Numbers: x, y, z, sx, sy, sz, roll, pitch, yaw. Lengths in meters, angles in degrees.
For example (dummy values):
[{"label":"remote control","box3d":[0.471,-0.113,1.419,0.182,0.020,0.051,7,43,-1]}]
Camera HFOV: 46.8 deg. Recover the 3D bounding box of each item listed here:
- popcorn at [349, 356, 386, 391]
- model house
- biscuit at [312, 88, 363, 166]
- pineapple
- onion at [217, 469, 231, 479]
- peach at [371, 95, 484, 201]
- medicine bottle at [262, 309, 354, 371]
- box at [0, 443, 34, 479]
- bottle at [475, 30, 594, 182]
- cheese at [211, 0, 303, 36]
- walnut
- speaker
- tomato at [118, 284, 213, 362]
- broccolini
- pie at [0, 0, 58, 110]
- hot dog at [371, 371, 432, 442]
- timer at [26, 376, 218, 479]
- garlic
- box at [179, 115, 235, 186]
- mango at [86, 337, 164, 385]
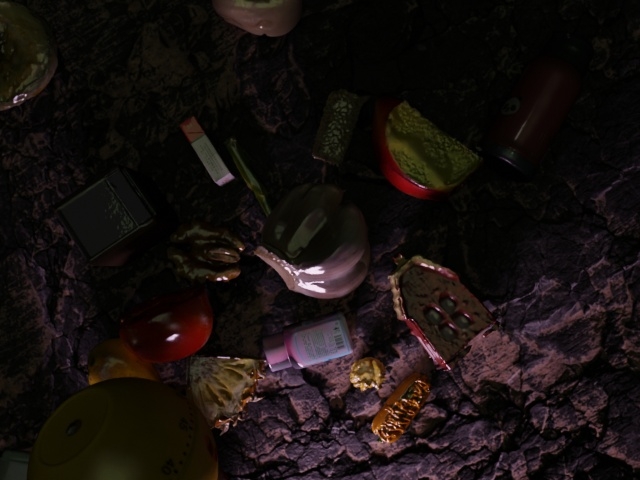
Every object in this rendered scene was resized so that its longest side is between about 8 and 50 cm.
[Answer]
[{"label":"popcorn","box3d":[0.108,0.300,1.657,0.082,0.057,0.083,-41,84,-7]},{"label":"model house","box3d":[0.239,0.130,1.594,0.160,0.196,0.254,-37,86,-1]},{"label":"biscuit","box3d":[0.036,-0.256,1.673,0.082,0.070,0.168,20,86,-7]},{"label":"pineapple","box3d":[-0.229,0.322,1.647,0.186,0.114,0.236,45,79,3]},{"label":"onion","box3d":[-0.295,0.625,1.600,0.272,0.195,0.272,11,55,-17]},{"label":"peach","box3d":[0.198,-0.189,1.620,0.267,0.159,0.154,37,78,0]},{"label":"medicine bottle","box3d":[-0.027,0.224,1.629,0.188,0.119,0.094,-17,91,0]},{"label":"box","box3d":[-0.578,0.524,1.542,0.175,0.312,0.182,8,80,1]},{"label":"bottle","box3d":[0.482,-0.302,1.628,0.144,0.144,0.336,31,89,2]},{"label":"cheese","box3d":[-0.142,-0.571,1.663,0.218,0.117,0.235,-32,84,1]},{"label":"walnut","box3d":[-0.257,0.029,1.666,0.170,0.069,0.142,12,87,0]},{"label":"speaker","box3d":[-0.432,-0.048,1.590,0.193,0.231,0.153,-34,88,-1]},{"label":"tomato","box3d":[-0.320,0.189,1.588,0.200,0.233,0.139,-22,101,-4]},{"label":"broccolini","box3d":[-0.127,-0.058,1.663,0.079,0.074,0.392,-30,89,-7]},{"label":"pie","box3d":[-0.740,-0.422,1.697,0.274,0.055,0.274,0,87,1]},{"label":"hot dog","box3d":[0.181,0.376,1.653,0.072,0.055,0.188,36,88,0]},{"label":"timer","box3d":[-0.339,0.453,1.378,0.376,0.376,0.387,-37,122,-1]},{"label":"garlic","box3d":[0.000,0.000,1.607,0.292,0.210,0.237,-38,64,-24]},{"label":"box","box3d":[-0.252,-0.197,1.659,0.048,0.100,0.152,-30,88,-3]},{"label":"mango","box3d":[-0.430,0.303,1.646,0.195,0.098,0.137,36,85,-3]}]
